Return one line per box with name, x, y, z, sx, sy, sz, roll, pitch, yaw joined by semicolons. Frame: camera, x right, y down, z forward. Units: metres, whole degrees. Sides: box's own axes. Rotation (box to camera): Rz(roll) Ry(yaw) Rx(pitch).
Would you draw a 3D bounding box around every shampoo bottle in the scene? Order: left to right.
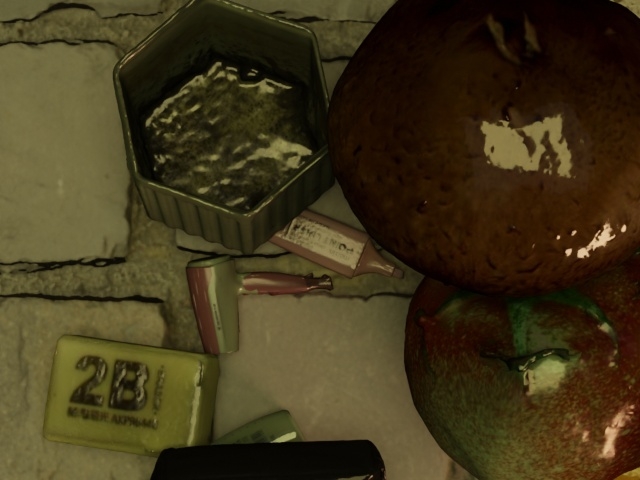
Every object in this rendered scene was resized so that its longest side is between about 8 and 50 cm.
shampoo bottle;-0.114;0.255;1.809;0.212;0.049;0.072;-29;83;-3

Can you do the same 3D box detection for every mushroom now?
mushroom;0.169;-0.103;1.640;0.331;0.356;0.334;12;78;-7

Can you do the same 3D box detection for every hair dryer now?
hair dryer;-0.061;0.059;1.825;0.154;0.054;0.106;-12;91;-6

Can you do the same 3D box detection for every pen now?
pen;0.000;0.000;1.835;0.197;0.032;0.053;22;86;2

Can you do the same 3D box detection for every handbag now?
handbag;-0.052;0.318;1.752;0.247;0.080;0.223;-2;114;-1

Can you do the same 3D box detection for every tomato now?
tomato;0.237;0.120;1.702;0.303;0.303;0.239;-23;123;-2

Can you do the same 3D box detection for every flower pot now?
flower pot;-0.095;-0.116;1.748;0.209;0.189;0.239;-12;79;-2

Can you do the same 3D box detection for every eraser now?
eraser;-0.201;0.166;1.793;0.172;0.058;0.117;7;84;13

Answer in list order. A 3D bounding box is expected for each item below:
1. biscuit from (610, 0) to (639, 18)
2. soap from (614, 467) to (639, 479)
biscuit;0.306;-0.276;1.850;0.226;0.042;0.226;0;89;0
soap;0.369;0.271;1.801;0.232;0.073;0.140;12;84;0
